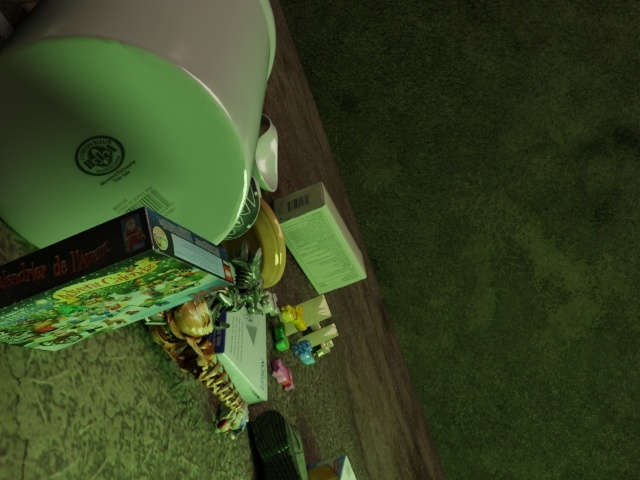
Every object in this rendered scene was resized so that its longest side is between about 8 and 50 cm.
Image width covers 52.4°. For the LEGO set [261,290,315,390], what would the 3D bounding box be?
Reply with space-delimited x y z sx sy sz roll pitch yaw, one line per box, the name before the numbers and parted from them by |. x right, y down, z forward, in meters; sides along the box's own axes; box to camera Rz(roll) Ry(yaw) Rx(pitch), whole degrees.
LEGO set | -0.074 0.193 1.400 0.093 0.086 0.227 50 22 -57

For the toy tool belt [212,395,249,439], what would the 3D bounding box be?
toy tool belt | -0.138 0.294 1.054 0.051 0.052 0.083 57 16 -15

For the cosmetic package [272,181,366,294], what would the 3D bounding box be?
cosmetic package | 0.000 0.000 1.855 0.113 0.160 0.309 -98 163 -47

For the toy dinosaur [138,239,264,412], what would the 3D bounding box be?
toy dinosaur | -0.202 0.100 0.980 0.218 0.164 0.322 -31 119 -62

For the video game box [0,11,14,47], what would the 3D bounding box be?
video game box | -0.429 -0.281 0.700 0.205 0.048 0.187 62 4 -31

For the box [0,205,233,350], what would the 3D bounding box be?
box | -0.226 0.048 0.649 0.159 0.233 0.044 38 34 -67

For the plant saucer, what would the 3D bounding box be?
plant saucer | -0.145 0.002 1.257 0.037 0.200 0.200 -21 90 -40

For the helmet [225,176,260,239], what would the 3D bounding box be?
helmet | -0.194 -0.083 1.152 0.169 0.169 0.161 62 -3 -29

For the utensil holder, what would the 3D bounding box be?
utensil holder | -0.229 -0.196 0.837 0.386 0.327 0.328 -90 156 -52

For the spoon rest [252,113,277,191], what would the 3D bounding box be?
spoon rest | -0.156 -0.250 1.763 0.137 0.084 0.277 54 19 -49

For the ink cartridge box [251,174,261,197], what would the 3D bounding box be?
ink cartridge box | -0.191 -0.155 1.352 0.145 0.045 0.180 24 47 -48

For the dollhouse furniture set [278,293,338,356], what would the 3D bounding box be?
dollhouse furniture set | -0.048 0.224 1.599 0.151 0.123 0.144 -18 -87 68

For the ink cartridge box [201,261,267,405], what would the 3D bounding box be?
ink cartridge box | -0.164 0.150 1.182 0.223 0.045 0.224 -97 161 -46

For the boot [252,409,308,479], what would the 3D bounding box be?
boot | -0.050 0.432 1.156 0.161 0.083 0.247 61 15 -56

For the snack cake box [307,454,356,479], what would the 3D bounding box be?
snack cake box | 0.021 0.550 1.233 0.264 0.089 0.152 -53 124 -75

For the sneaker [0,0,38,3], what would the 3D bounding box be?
sneaker | -0.350 -0.257 0.565 0.302 0.121 0.108 -31 103 -38
